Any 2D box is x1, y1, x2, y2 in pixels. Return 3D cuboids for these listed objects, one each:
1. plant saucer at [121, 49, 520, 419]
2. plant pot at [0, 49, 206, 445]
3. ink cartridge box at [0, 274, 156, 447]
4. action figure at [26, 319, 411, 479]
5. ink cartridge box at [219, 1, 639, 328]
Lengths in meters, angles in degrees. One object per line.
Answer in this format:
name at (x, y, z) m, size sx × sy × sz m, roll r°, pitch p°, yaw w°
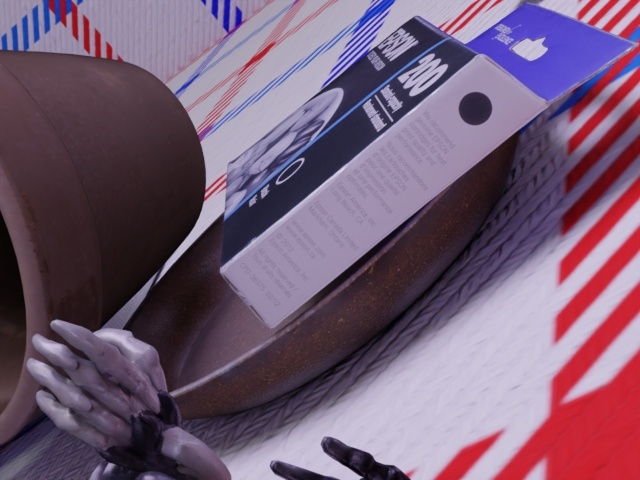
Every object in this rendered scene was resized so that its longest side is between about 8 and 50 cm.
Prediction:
plant saucer at (0.000, 0.000, 0.637) m, size 0.310 × 0.050 × 0.310 m, roll -36°, pitch 16°, yaw 12°
plant pot at (-0.197, -0.027, 0.702) m, size 0.263 × 0.263 × 0.229 m, roll -27°, pitch 2°, yaw 38°
ink cartridge box at (-0.237, 0.085, 0.918) m, size 0.175 × 0.069 × 0.371 m, roll -34°, pitch 15°, yaw 18°
action figure at (-0.090, 0.113, 0.380) m, size 0.275 × 0.141 × 0.164 m, roll -15°, pitch 34°, yaw 51°
ink cartridge box at (0.039, -0.065, 0.558) m, size 0.208 × 0.045 × 0.206 m, roll -37°, pitch 16°, yaw 7°
